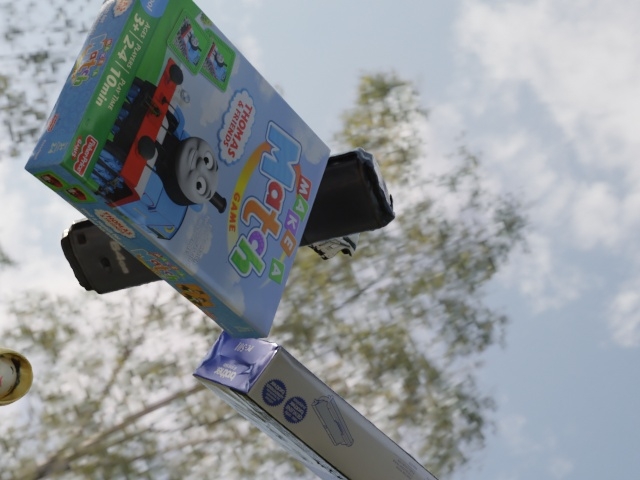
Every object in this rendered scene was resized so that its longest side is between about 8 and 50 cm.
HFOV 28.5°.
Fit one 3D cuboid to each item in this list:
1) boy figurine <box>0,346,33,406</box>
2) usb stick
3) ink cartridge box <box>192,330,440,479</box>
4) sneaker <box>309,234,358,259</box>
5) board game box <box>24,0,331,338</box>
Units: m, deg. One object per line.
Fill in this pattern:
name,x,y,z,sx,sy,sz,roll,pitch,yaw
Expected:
boy figurine,-0.453,0.186,1.546,0.092,0.285,0.177,-1,-92,17
usb stick,-0.077,-0.013,1.037,0.278,0.045,0.077,-13,-52,14
ink cartridge box,0.007,0.149,0.947,0.207,0.046,0.097,42,-17,-24
sneaker,0.000,0.000,1.121,0.032,0.083,0.037,19,-74,58
board game box,-0.083,-0.055,0.836,0.039,0.211,0.160,-3,-124,36
